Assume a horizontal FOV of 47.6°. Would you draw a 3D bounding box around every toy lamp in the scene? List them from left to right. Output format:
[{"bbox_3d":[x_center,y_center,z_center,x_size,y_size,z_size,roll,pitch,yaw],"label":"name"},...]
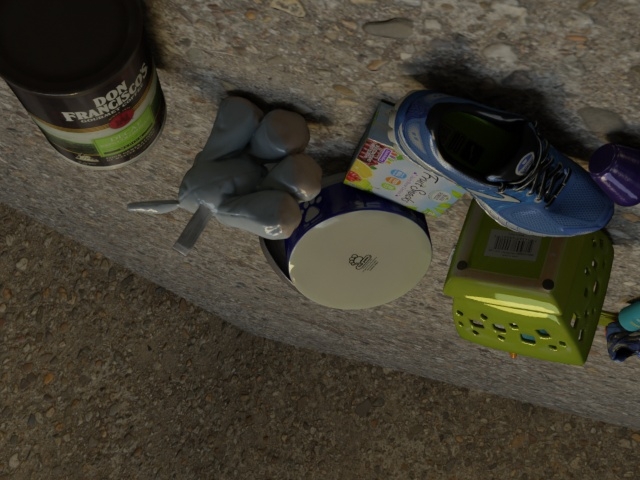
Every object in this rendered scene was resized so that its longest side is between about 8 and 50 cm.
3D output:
[{"bbox_3d":[0.471,-0.049,0.961,0.275,0.080,0.080,24,164,-19],"label":"toy lamp"}]

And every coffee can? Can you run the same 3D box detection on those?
[{"bbox_3d":[-0.336,-0.241,1.034,0.201,0.201,0.275,19,165,0],"label":"coffee can"}]

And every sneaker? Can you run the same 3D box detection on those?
[{"bbox_3d":[0.248,-0.088,0.938,0.330,0.129,0.147,23,-175,-15],"label":"sneaker"},{"bbox_3d":[0.695,0.209,1.517,0.083,0.087,0.221,28,151,-18],"label":"sneaker"}]

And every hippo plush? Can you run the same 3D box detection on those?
[{"bbox_3d":[-0.115,-0.075,1.244,0.234,0.294,0.236,38,176,13],"label":"hippo plush"}]

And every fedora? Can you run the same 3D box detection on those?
[{"bbox_3d":[0.000,0.000,1.517,0.124,0.243,0.275,-31,142,30],"label":"fedora"}]

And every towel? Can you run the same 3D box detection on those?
[{"bbox_3d":[0.633,0.181,1.657,0.237,0.021,0.102,14,163,19],"label":"towel"}]

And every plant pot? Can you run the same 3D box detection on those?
[{"bbox_3d":[0.338,0.050,1.200,0.228,0.227,0.207,9,156,32],"label":"plant pot"}]

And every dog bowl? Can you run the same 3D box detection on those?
[{"bbox_3d":[0.067,0.005,1.321,0.265,0.104,0.265,-4,135,-4],"label":"dog bowl"}]

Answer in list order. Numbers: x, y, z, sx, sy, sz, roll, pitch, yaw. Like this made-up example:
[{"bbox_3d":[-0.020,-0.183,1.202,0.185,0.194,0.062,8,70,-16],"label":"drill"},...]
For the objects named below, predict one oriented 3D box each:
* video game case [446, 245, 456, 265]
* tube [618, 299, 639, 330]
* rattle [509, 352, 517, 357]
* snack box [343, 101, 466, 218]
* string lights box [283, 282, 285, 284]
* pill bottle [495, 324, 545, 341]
[{"bbox_3d":[0.323,0.044,1.575,0.087,0.011,0.122,17,165,8],"label":"video game case"},{"bbox_3d":[0.660,0.129,1.412,0.080,0.052,0.207,11,159,-5],"label":"tube"},{"bbox_3d":[0.385,0.181,1.746,0.200,0.142,0.130,17,-176,-14],"label":"rattle"},{"bbox_3d":[0.142,-0.118,1.128,0.174,0.070,0.207,21,165,-4],"label":"snack box"},{"bbox_3d":[-0.008,0.094,2.011,0.133,0.076,0.260,22,164,-8],"label":"string lights box"},{"bbox_3d":[0.417,0.129,1.501,0.146,0.146,0.264,15,164,16],"label":"pill bottle"}]
